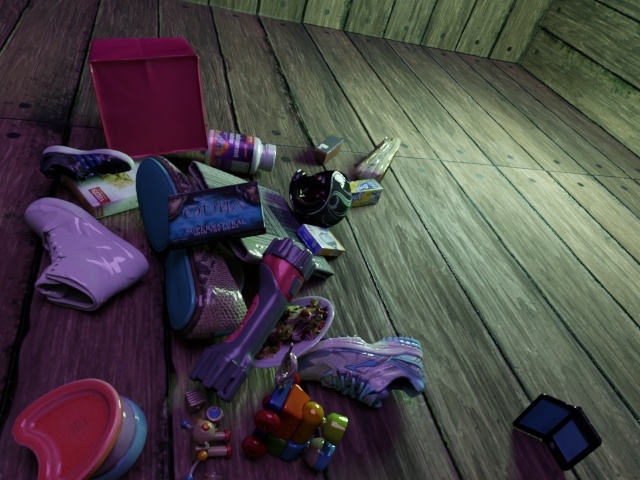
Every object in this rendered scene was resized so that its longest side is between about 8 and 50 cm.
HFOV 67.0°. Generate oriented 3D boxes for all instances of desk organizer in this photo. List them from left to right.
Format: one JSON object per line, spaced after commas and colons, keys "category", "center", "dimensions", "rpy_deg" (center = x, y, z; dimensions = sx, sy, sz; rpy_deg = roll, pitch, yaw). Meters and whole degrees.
{"category": "desk organizer", "center": [0.025, -0.300, 1.604], "dimensions": [0.047, 0.050, 0.130], "rpy_deg": [28, 39, 12]}

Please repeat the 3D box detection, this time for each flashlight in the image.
{"category": "flashlight", "center": [-0.124, 0.135, 0.887], "dimensions": [0.103, 0.103, 0.304], "rpy_deg": [37, 66, -5]}

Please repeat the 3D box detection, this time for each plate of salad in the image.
{"category": "plate of salad", "center": [-0.069, 0.165, 0.932], "dimensions": [0.200, 0.048, 0.200], "rpy_deg": [-23, 23, 10]}

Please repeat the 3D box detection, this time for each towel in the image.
{"category": "towel", "center": [-0.140, -0.038, 1.128], "dimensions": [0.324, 0.056, 0.312], "rpy_deg": [18, 31, -53]}

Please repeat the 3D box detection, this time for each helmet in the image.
{"category": "helmet", "center": [0.005, -0.115, 1.286], "dimensions": [0.169, 0.169, 0.161], "rpy_deg": [41, 8, 25]}

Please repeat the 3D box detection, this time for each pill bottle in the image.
{"category": "pill bottle", "center": [-0.231, -0.251, 1.397], "dimensions": [0.194, 0.108, 0.108], "rpy_deg": [7, 40, -14]}

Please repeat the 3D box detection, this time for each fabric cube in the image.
{"category": "fabric cube", "center": [-0.455, -0.388, 1.293], "dimensions": [0.259, 0.254, 0.258], "rpy_deg": [-10, 33, -19]}

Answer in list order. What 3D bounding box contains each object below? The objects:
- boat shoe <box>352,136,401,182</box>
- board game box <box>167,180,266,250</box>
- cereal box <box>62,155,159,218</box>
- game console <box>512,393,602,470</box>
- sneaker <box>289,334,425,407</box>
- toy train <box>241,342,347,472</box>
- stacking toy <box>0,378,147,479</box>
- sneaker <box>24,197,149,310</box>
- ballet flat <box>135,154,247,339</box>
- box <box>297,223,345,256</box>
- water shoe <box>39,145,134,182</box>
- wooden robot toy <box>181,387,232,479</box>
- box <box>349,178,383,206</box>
{"category": "boat shoe", "center": [0.193, -0.274, 1.599], "dimensions": [0.089, 0.104, 0.285], "rpy_deg": [27, 40, 6]}
{"category": "board game box", "center": [-0.207, -0.052, 0.962], "dimensions": [0.186, 0.026, 0.126], "rpy_deg": [-10, 56, -4]}
{"category": "cereal box", "center": [-0.492, -0.148, 1.218], "dimensions": [0.240, 0.047, 0.173], "rpy_deg": [-24, 54, -40]}
{"category": "game console", "center": [0.445, 0.366, 0.920], "dimensions": [0.071, 0.122, 0.107], "rpy_deg": [1, 42, -19]}
{"category": "sneaker", "center": [0.076, 0.253, 0.924], "dimensions": [0.283, 0.110, 0.122], "rpy_deg": [0, 55, -15]}
{"category": "toy train", "center": [-0.020, 0.268, 0.755], "dimensions": [0.143, 0.248, 0.105], "rpy_deg": [26, 39, 2]}
{"category": "stacking toy", "center": [-0.334, 0.373, 0.655], "dimensions": [0.280, 0.130, 0.309], "rpy_deg": [-33, 54, -15]}
{"category": "sneaker", "center": [-0.512, 0.025, 0.956], "dimensions": [0.293, 0.108, 0.169], "rpy_deg": [28, 36, 10]}
{"category": "ballet flat", "center": [-0.274, 0.011, 1.058], "dimensions": [0.182, 0.164, 0.482], "rpy_deg": [13, 38, -44]}
{"category": "box", "center": [0.000, 0.000, 1.201], "dimensions": [0.081, 0.028, 0.136], "rpy_deg": [51, 18, 23]}
{"category": "water shoe", "center": [-0.548, -0.169, 1.144], "dimensions": [0.203, 0.073, 0.080], "rpy_deg": [3, 62, -9]}
{"category": "wooden robot toy", "center": [-0.179, 0.306, 0.776], "dimensions": [0.076, 0.079, 0.173], "rpy_deg": [0, 42, -21]}
{"category": "box", "center": [0.099, -0.138, 1.433], "dimensions": [0.169, 0.059, 0.054], "rpy_deg": [-9, 44, -30]}
